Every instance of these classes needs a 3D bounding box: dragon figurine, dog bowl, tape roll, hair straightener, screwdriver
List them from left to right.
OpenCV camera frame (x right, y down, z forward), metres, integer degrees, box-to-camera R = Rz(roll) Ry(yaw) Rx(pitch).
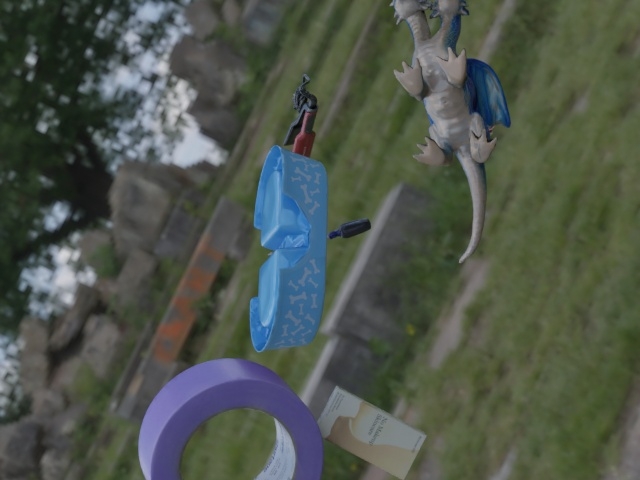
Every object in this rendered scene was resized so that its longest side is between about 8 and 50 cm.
[{"bbox_3d":[-0.097,0.228,1.426,0.189,0.189,0.080,-65,20,4],"label":"tape roll"},{"bbox_3d":[-0.043,0.013,1.874,0.166,0.074,0.297,134,140,-67],"label":"dog bowl"},{"bbox_3d":[-0.041,-0.227,2.369,0.230,0.047,0.089,98,152,-65],"label":"hair straightener"},{"bbox_3d":[0.000,0.000,2.078,0.024,0.169,0.025,83,163,-53],"label":"screwdriver"},{"bbox_3d":[0.139,-0.135,1.338,0.085,0.289,0.144,-17,13,20],"label":"dragon figurine"}]

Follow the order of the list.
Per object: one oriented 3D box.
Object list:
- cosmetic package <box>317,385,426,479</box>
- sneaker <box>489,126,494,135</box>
[{"bbox_3d":[0.055,0.215,1.480,0.060,0.115,0.041,-64,-1,-3],"label":"cosmetic package"},{"bbox_3d":[0.226,-0.166,1.954,0.134,0.070,0.051,35,-124,-77],"label":"sneaker"}]
